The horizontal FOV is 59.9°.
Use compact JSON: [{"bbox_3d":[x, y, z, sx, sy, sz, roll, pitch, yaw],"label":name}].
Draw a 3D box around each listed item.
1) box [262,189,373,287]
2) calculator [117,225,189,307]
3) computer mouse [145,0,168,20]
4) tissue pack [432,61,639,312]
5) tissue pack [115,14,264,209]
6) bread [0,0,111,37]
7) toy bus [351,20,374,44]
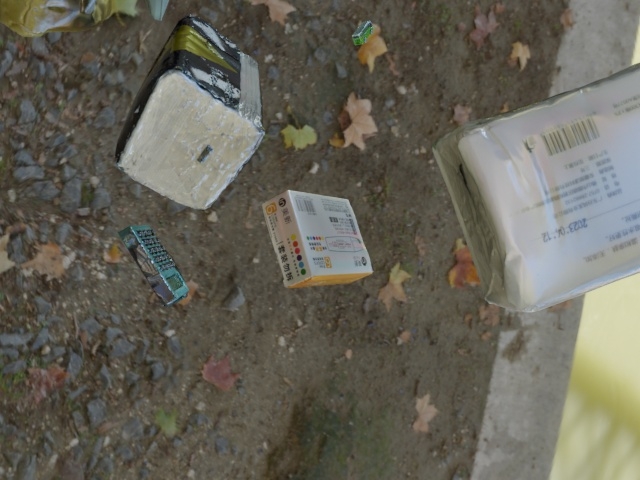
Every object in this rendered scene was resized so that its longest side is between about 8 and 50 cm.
[{"bbox_3d":[0.000,0.000,1.352,0.273,0.091,0.221,4,65,-54],"label":"box"},{"bbox_3d":[-0.486,0.065,1.657,0.058,0.248,0.274,-31,93,-3],"label":"calculator"},{"bbox_3d":[-0.427,-0.720,1.456,0.097,0.288,0.160,-17,72,-15],"label":"computer mouse"},{"bbox_3d":[0.369,-0.081,0.772,0.356,0.194,0.266,-19,91,-2],"label":"tissue pack"},{"bbox_3d":[-0.284,-0.308,1.282,0.253,0.417,0.264,30,118,-24],"label":"tissue pack"},{"bbox_3d":[-0.649,-0.700,1.410,0.300,0.210,0.341,-48,163,-54],"label":"bread"},{"bbox_3d":[0.118,-0.576,1.543,0.083,0.031,0.037,-59,137,-31],"label":"toy bus"}]
